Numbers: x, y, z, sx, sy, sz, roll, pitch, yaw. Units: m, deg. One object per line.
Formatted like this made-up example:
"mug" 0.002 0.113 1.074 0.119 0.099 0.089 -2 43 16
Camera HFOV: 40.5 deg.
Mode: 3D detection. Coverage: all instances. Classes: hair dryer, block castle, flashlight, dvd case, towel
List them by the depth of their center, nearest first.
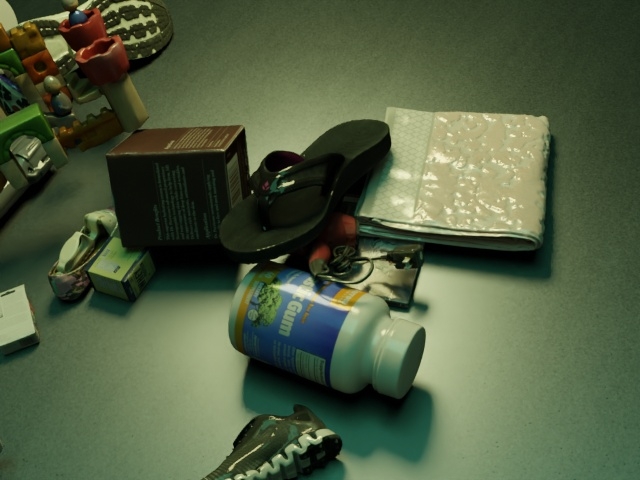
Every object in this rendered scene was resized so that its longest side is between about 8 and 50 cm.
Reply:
"hair dryer" 0.000 0.000 1.379 0.293 0.080 0.223 10 10 36
"dvd case" 0.093 0.011 1.483 0.164 0.018 0.221 8 51 16
"towel" 0.242 -0.122 1.540 0.316 0.053 0.332 6 47 13
"block castle" -0.560 -0.250 1.544 0.453 0.213 0.303 -28 34 -8
"flashlight" -0.623 -0.076 1.612 0.103 0.103 0.304 -23 30 44

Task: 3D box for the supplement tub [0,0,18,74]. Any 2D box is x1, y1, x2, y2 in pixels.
"supplement tub" -0.825 -0.453 1.901 0.272 0.191 0.191 5 50 12

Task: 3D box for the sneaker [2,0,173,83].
"sneaker" -0.521 -0.444 1.887 0.410 0.158 0.182 -23 18 -30

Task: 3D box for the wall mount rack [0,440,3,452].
"wall mount rack" -0.648 0.281 1.279 0.304 0.131 0.350 -26 50 -14

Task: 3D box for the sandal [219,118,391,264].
"sandal" -0.032 -0.113 1.426 0.167 0.107 0.446 5 35 30

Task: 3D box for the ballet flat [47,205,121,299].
"ballet flat" -0.404 0.003 1.520 0.076 0.079 0.222 12 52 19

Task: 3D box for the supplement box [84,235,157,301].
"supplement box" -0.340 0.048 1.486 0.083 0.056 0.083 15 53 20

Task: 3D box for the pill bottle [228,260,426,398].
"pill bottle" 0.012 0.137 1.296 0.271 0.152 0.152 17 54 22

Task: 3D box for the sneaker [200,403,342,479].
"sneaker" -0.093 0.304 1.220 0.234 0.078 0.106 -24 47 -17

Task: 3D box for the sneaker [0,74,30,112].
"sneaker" -0.630 -0.305 1.844 0.169 0.068 0.071 30 43 19

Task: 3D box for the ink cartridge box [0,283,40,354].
"ink cartridge box" -0.513 0.132 1.457 0.062 0.029 0.115 -21 49 -9

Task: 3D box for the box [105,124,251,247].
"box" -0.234 -0.096 1.489 0.203 0.169 0.167 -1 22 8
